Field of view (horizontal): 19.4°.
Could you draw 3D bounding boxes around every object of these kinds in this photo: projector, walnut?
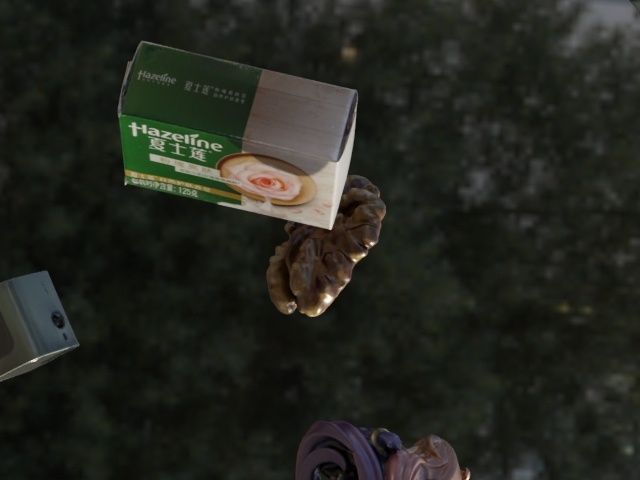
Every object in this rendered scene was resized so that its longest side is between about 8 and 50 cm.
[{"bbox_3d":[-0.295,0.085,1.813,0.083,0.083,0.082,-16,81,-60],"label":"projector"},{"bbox_3d":[0.000,0.000,2.034,0.143,0.069,0.170,-4,-123,59],"label":"walnut"}]

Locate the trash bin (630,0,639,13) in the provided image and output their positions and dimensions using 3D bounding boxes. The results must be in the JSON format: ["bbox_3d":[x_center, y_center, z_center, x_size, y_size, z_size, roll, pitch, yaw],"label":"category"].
[{"bbox_3d":[0.411,-0.250,1.919,0.175,0.161,0.175,-49,-168,14],"label":"trash bin"}]

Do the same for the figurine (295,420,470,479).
[{"bbox_3d":[0.058,0.211,1.559,0.126,0.157,0.114,-63,-145,22],"label":"figurine"}]

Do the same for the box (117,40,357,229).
[{"bbox_3d":[-0.071,-0.089,1.622,0.135,0.199,0.081,94,7,-65],"label":"box"}]
